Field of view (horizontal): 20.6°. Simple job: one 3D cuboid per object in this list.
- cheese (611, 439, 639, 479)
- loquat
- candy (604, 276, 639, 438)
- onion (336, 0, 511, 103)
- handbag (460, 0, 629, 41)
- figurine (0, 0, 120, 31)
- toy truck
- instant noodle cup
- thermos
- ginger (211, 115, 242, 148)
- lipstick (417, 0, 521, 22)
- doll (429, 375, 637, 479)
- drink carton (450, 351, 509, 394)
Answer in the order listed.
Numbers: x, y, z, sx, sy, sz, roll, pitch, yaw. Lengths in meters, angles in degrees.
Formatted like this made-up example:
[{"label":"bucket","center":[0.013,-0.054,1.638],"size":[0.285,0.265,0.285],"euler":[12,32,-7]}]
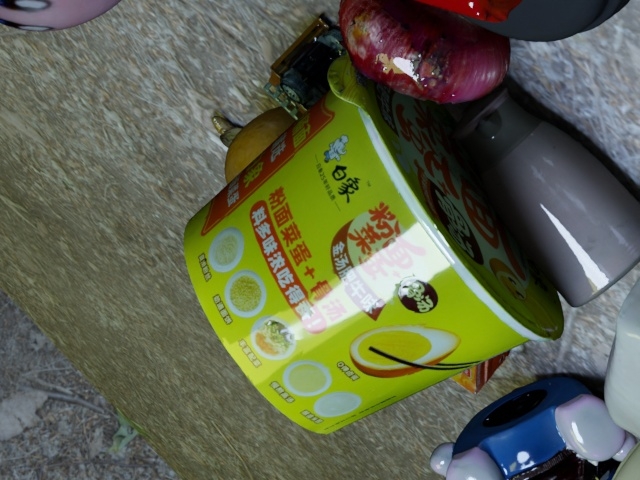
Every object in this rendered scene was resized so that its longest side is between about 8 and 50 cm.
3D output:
[{"label":"cheese","center":[0.399,0.268,1.615],"size":[0.266,0.233,0.127],"euler":[40,171,13]},{"label":"loquat","center":[-0.028,-0.076,1.826],"size":[0.141,0.141,0.141],"euler":[36,159,16]},{"label":"candy","center":[0.408,0.140,1.443],"size":[0.359,0.145,0.208],"euler":[30,157,27]},{"label":"onion","center":[0.095,-0.191,1.418],"size":[0.150,0.150,0.140],"euler":[37,129,14]},{"label":"handbag","center":[0.103,-0.272,1.249],"size":[0.308,0.093,0.254],"euler":[39,158,10]},{"label":"figurine","center":[-0.259,-0.323,1.678],"size":[0.211,0.261,0.269],"euler":[14,158,-4]},{"label":"toy truck","center":[0.031,-0.120,1.707],"size":[0.178,0.080,0.115],"euler":[44,165,-1]},{"label":"instant noodle cup","center":[0.035,0.012,1.529],"size":[0.311,0.221,0.311],"euler":[49,-162,-22]},{"label":"thermos","center":[0.195,-0.048,1.540],"size":[0.193,0.105,0.137],"euler":[47,-169,-2]},{"label":"ginger","center":[-0.087,-0.109,2.019],"size":[0.097,0.030,0.048],"euler":[47,-173,-7]},{"label":"lipstick","center":[0.028,-0.218,1.259],"size":[0.280,0.073,0.073],"euler":[23,153,43]},{"label":"doll","center":[0.280,0.311,1.915],"size":[0.310,0.284,0.240],"euler":[61,-159,-10]},{"label":"drink carton","center":[0.105,0.070,1.967],"size":[0.223,0.071,0.096],"euler":[35,157,20]}]
